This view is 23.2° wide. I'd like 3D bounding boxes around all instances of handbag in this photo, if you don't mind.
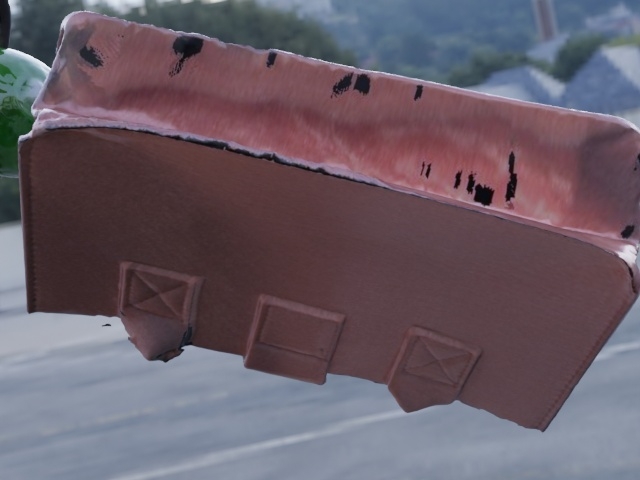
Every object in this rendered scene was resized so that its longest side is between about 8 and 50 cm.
[{"bbox_3d":[0.000,0.000,0.567,0.212,0.059,0.157,13,-32,-1],"label":"handbag"}]

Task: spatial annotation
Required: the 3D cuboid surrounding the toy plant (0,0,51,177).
[{"bbox_3d":[-0.284,-0.123,1.076,0.235,0.175,0.218,39,15,27],"label":"toy plant"}]
